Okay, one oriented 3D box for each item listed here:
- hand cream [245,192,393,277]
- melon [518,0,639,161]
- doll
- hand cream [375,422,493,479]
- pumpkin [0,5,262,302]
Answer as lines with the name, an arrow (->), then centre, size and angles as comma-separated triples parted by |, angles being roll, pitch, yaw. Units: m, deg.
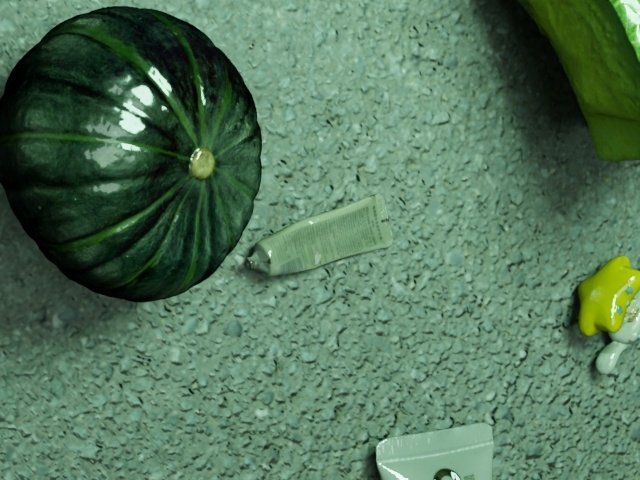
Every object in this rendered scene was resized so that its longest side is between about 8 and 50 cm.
hand cream -> 0.000, 0.000, 1.142 | 0.165, 0.037, 0.057 | -18, 101, -27
melon -> 0.263, -0.254, 1.134 | 0.343, 0.226, 0.331 | 62, 34, -16
doll -> 0.329, 0.083, 1.266 | 0.113, 0.071, 0.135 | 5, 100, -40
hand cream -> 0.137, 0.353, 1.203 | 0.139, 0.089, 0.314 | -8, 90, -22
pumpkin -> -0.167, -0.071, 0.978 | 0.250, 0.216, 0.250 | 18, 65, -47
